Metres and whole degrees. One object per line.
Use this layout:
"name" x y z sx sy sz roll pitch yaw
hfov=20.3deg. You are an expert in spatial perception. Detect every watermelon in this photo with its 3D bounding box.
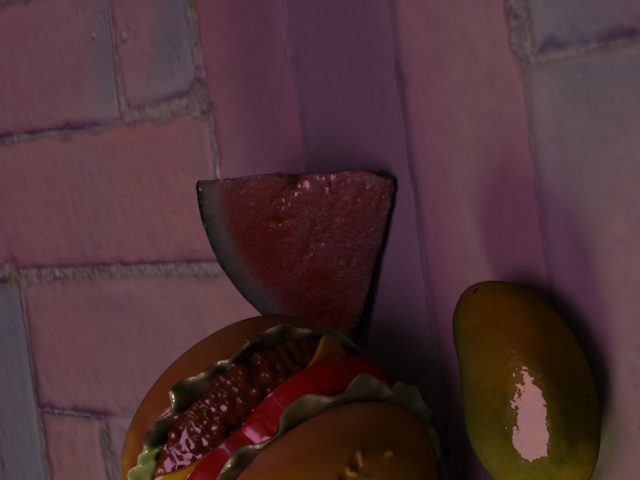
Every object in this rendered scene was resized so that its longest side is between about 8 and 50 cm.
"watermelon" -0.020 0.013 1.659 0.207 0.136 0.202 57 147 7

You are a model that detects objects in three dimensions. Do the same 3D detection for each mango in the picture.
"mango" 0.165 0.121 1.448 0.122 0.085 0.191 -25 78 57

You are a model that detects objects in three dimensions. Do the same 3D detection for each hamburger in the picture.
"hamburger" -0.021 0.214 1.568 0.212 0.274 0.274 39 128 41
